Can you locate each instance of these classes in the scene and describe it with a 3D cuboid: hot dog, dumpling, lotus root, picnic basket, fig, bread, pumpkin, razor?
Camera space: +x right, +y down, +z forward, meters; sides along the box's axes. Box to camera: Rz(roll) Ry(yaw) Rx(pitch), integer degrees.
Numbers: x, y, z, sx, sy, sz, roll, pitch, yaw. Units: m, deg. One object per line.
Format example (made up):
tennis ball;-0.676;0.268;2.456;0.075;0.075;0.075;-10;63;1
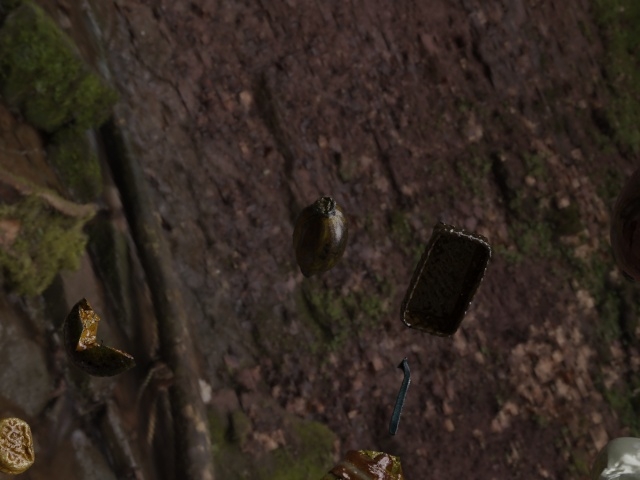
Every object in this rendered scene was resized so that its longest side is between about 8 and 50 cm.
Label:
hot dog;0.076;0.450;1.555;0.123;0.093;0.261;35;36;18
dumpling;0.563;0.464;1.575;0.131;0.179;0.252;34;27;32
lotus root;0.000;0.000;1.764;0.120;0.120;0.210;-106;-157;-44
picnic basket;0.201;0.063;1.374;0.055;0.110;0.194;-87;-164;-63
fig;0.561;-0.019;1.316;0.263;0.223;0.224;-170;-125;-81
bread;-0.590;0.390;1.601;0.083;0.044;0.111;3;62;-48
pumpkin;-0.485;0.220;1.783;0.183;0.107;0.119;50;-13;12
razor;0.193;0.380;2.035;0.066;0.033;0.190;111;-6;-60
